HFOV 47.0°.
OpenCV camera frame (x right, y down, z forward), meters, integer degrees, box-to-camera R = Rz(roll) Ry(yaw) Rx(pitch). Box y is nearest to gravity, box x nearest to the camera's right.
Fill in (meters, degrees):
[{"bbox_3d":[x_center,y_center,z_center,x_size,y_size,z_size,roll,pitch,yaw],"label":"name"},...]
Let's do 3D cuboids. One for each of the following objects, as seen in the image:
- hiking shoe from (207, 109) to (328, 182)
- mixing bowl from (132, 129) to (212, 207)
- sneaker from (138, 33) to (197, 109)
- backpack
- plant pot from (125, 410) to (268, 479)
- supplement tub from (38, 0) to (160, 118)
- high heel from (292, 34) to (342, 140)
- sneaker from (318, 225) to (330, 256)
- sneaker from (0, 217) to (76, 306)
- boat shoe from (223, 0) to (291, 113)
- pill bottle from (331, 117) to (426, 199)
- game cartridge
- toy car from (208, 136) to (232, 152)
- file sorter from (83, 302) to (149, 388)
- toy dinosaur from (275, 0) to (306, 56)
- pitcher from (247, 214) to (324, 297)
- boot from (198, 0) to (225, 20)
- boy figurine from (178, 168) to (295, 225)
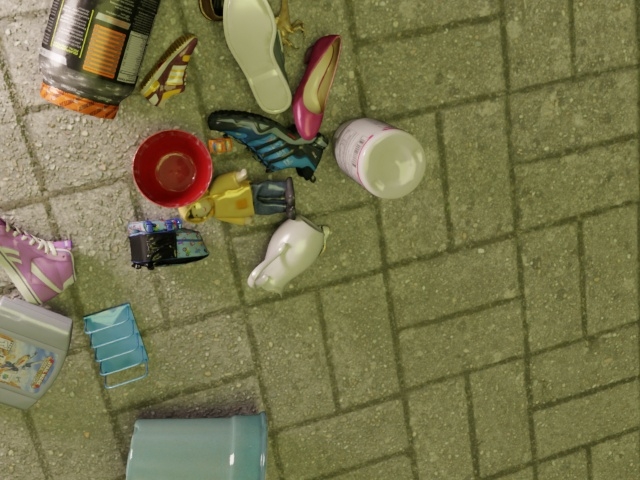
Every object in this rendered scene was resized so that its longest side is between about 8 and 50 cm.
[{"bbox_3d":[-0.130,-0.228,1.776,0.304,0.113,0.132,13,103,-19],"label":"hiking shoe"},{"bbox_3d":[-0.344,-0.164,1.732,0.181,0.098,0.181,0,90,-7],"label":"mixing bowl"},{"bbox_3d":[-0.333,-0.389,1.697,0.185,0.069,0.084,-46,122,9],"label":"sneaker"},{"bbox_3d":[-0.360,0.006,1.769,0.173,0.158,0.117,-6,91,-28],"label":"backpack"},{"bbox_3d":[-0.323,0.600,1.890,0.334,0.341,0.341,6,106,-10],"label":"plant pot"},{"bbox_3d":[-0.468,-0.443,1.560,0.207,0.207,0.338,17,102,-20],"label":"supplement tub"},{"bbox_3d":[0.002,-0.359,1.725,0.082,0.117,0.244,18,76,-31],"label":"high heel"},{"bbox_3d":[0.000,0.000,1.936,0.037,0.032,0.083,13,99,-5],"label":"sneaker"},{"bbox_3d":[-0.674,0.007,1.713,0.161,0.102,0.282,-30,124,-8],"label":"sneaker"},{"bbox_3d":[-0.143,-0.445,1.673,0.116,0.099,0.319,-15,128,5],"label":"boat shoe"},{"bbox_3d":[0.128,-0.207,1.763,0.160,0.283,0.160,-5,109,-14],"label":"pill bottle"},{"bbox_3d":[-0.722,0.281,1.766,0.198,0.062,0.297,27,114,-18],"label":"game cartridge"},{"bbox_3d":[-0.248,-0.193,1.793,0.060,0.040,0.122,8,105,-18],"label":"toy car"},{"bbox_3d":[-0.508,0.265,1.834,0.118,0.104,0.170,-17,112,-9],"label":"file sorter"},{"bbox_3d":[-0.081,-0.503,1.734,0.092,0.053,0.183,11,104,-17],"label":"toy dinosaur"},{"bbox_3d":[-0.092,0.039,1.846,0.125,0.178,0.207,38,99,16],"label":"pitcher"},{"bbox_3d":[-0.211,-0.640,1.620,0.112,0.115,0.305,1,106,-14],"label":"boot"},{"bbox_3d":[-0.204,-0.101,1.792,0.285,0.092,0.177,-4,137,-9],"label":"boy figurine"}]
